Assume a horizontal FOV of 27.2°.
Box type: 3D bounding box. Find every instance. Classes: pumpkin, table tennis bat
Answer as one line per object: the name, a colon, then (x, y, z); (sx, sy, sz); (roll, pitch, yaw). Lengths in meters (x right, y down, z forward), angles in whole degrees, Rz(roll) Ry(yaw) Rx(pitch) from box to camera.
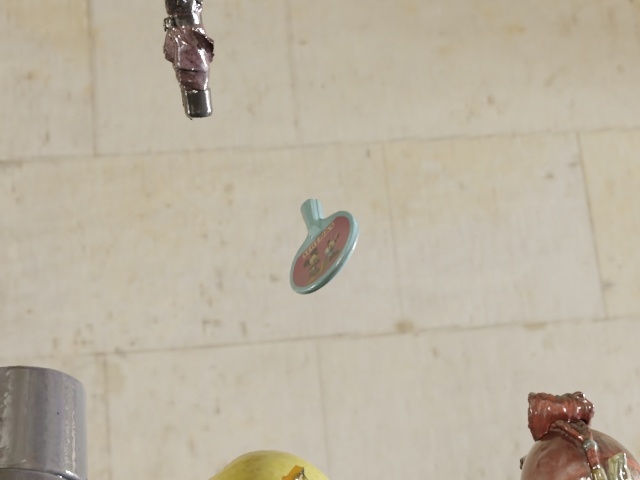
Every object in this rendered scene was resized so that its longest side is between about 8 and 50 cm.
pumpkin: (-0.047, 0.375, 1.973); (0.035, 0.073, 0.101); (23, -28, 19)
table tennis bat: (0.000, 0.000, 2.155); (0.040, 0.244, 0.153); (37, -73, -24)

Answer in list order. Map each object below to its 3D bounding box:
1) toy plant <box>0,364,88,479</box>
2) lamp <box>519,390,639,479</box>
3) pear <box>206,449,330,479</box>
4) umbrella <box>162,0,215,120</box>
toy plant: (-0.383, 0.363, 1.619); (0.279, 0.400, 0.185); (-12, -33, 17)
lamp: (0.313, 0.298, 1.596); (0.151, 0.223, 0.215); (8, -53, 4)
pear: (-0.102, 0.527, 2.227); (0.348, 0.348, 0.348); (-5, -17, -2)
umbrella: (-0.245, -0.377, 2.398); (0.094, 0.326, 0.090); (-9, 13, -14)
